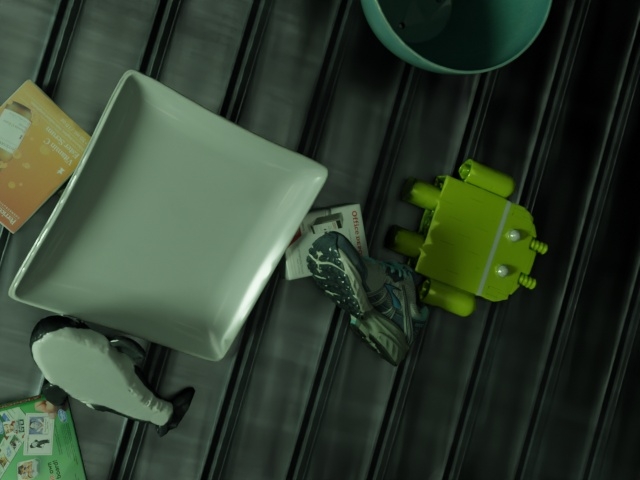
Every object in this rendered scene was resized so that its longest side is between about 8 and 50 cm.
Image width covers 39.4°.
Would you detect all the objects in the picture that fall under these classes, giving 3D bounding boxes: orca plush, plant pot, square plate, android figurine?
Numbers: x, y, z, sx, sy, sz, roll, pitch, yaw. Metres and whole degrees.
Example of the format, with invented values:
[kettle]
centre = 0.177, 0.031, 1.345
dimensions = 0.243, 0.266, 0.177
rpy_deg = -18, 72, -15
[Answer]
[orca plush]
centre = -0.298, 0.170, 1.278
dimensions = 0.287, 0.102, 0.151
rpy_deg = 28, 116, -37
[plant pot]
centre = 0.177, -0.386, 1.356
dimensions = 0.290, 0.195, 0.290
rpy_deg = -1, 93, -17
[square plate]
centre = -0.204, -0.021, 1.253
dimensions = 0.347, 0.049, 0.344
rpy_deg = 24, 100, -35
[android figurine]
centre = 0.247, 0.000, 1.467
dimensions = 0.273, 0.056, 0.248
rpy_deg = 22, 85, -15

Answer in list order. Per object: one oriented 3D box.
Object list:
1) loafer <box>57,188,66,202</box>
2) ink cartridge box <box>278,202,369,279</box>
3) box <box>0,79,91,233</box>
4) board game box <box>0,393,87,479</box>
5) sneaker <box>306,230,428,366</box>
[loafer]
centre = -0.262, -0.115, 1.282
dimensions = 0.268, 0.102, 0.092
rpy_deg = -28, 91, -14
[ink cartridge box]
centre = 0.000, 0.000, 1.386
dimensions = 0.135, 0.056, 0.099
rpy_deg = -12, 95, -17
[box]
centre = -0.412, -0.113, 1.236
dimensions = 0.130, 0.091, 0.170
rpy_deg = 43, 79, -14
[board game box]
centre = -0.433, 0.391, 1.270
dimensions = 0.213, 0.046, 0.317
rpy_deg = -12, 95, -16
[sneaker]
centre = 0.079, 0.065, 1.359
dimensions = 0.122, 0.110, 0.283
rpy_deg = -47, 135, -14
